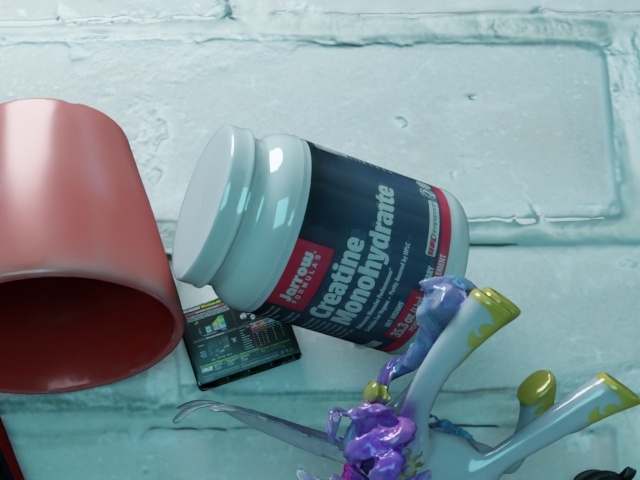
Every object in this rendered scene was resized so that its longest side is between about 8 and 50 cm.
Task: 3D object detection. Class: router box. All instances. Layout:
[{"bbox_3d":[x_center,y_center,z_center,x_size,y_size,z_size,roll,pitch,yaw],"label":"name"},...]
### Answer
[{"bbox_3d":[-0.093,0.107,1.192,0.123,0.038,0.092,-17,72,-7],"label":"router box"}]

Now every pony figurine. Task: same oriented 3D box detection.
[{"bbox_3d":[0.077,0.210,1.010,0.351,0.303,0.363,33,99,-26],"label":"pony figurine"}]

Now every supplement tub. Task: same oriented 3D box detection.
[{"bbox_3d":[0.000,0.000,1.110,0.272,0.191,0.191,18,69,-19],"label":"supplement tub"}]

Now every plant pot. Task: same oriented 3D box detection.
[{"bbox_3d":[-0.292,0.000,1.123,0.275,0.275,0.243,-9,60,-4],"label":"plant pot"}]

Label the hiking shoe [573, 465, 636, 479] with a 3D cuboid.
[{"bbox_3d":[0.261,0.335,1.073,0.086,0.114,0.226,20,71,7],"label":"hiking shoe"}]

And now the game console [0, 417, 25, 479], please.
[{"bbox_3d":[-0.519,0.270,1.098,0.387,0.060,0.342,-23,70,-14],"label":"game console"}]
